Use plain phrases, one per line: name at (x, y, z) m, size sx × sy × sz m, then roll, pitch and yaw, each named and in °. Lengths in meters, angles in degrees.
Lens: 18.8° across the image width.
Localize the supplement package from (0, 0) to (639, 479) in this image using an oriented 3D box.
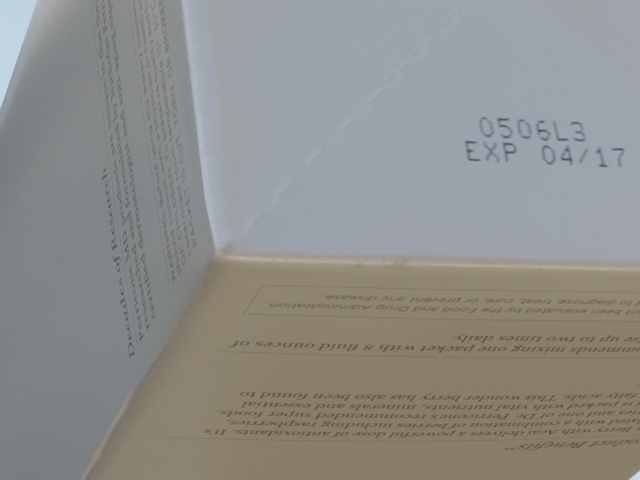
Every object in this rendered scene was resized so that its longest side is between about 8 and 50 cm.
supplement package at (0.000, 0.000, 0.601) m, size 0.177 × 0.175 × 0.293 m, roll 2°, pitch -29°, yaw -21°
